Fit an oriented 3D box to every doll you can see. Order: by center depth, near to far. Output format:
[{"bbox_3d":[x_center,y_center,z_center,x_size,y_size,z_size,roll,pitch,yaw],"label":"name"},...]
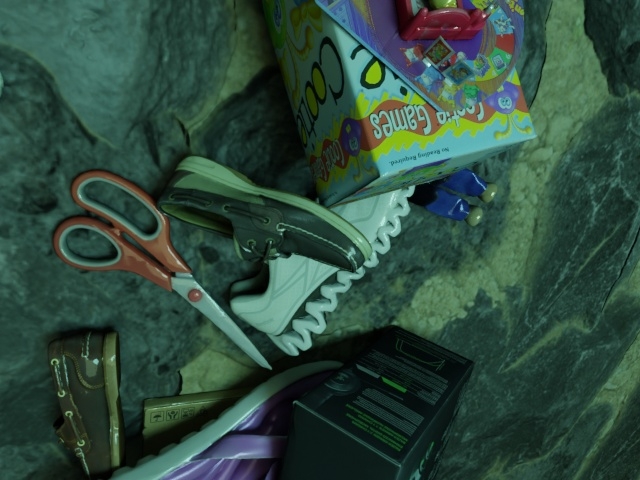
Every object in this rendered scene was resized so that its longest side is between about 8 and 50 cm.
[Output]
[{"bbox_3d":[0.140,-0.084,0.589,0.188,0.046,0.129,17,112,-22],"label":"doll"}]

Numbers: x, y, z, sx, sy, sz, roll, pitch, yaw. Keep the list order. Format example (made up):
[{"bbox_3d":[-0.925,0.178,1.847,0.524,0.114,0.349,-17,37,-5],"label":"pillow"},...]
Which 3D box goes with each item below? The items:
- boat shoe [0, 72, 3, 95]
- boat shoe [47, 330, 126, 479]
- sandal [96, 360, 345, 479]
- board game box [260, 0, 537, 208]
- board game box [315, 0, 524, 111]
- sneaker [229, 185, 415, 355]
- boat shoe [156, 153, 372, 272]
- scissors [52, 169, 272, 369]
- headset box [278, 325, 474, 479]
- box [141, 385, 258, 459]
[{"bbox_3d":[-0.365,-0.158,0.322,0.227,0.068,0.081,23,100,-29],"label":"boat shoe"},{"bbox_3d":[-0.262,0.199,0.512,0.073,0.073,0.207,-4,104,-21],"label":"boat shoe"},{"bbox_3d":[-0.104,0.296,0.550,0.416,0.102,0.170,-23,123,-29],"label":"sandal"},{"bbox_3d":[0.045,-0.185,0.389,0.144,0.142,0.276,-17,89,-18],"label":"board game box"},{"bbox_3d":[0.080,-0.177,0.306,0.168,0.033,0.133,38,75,-10],"label":"board game box"},{"bbox_3d":[0.000,0.000,0.521,0.118,0.110,0.292,31,104,-15],"label":"sneaker"},{"bbox_3d":[-0.061,-0.012,0.444,0.073,0.223,0.080,-59,164,-21],"label":"boat shoe"},{"bbox_3d":[-0.145,0.041,0.498,0.297,0.021,0.109,36,94,-19],"label":"scissors"},{"bbox_3d":[0.066,0.282,0.576,0.283,0.131,0.247,-17,123,-55],"label":"headset box"},{"bbox_3d":[-0.141,0.282,0.625,0.201,0.021,0.165,1,110,-25],"label":"box"}]
